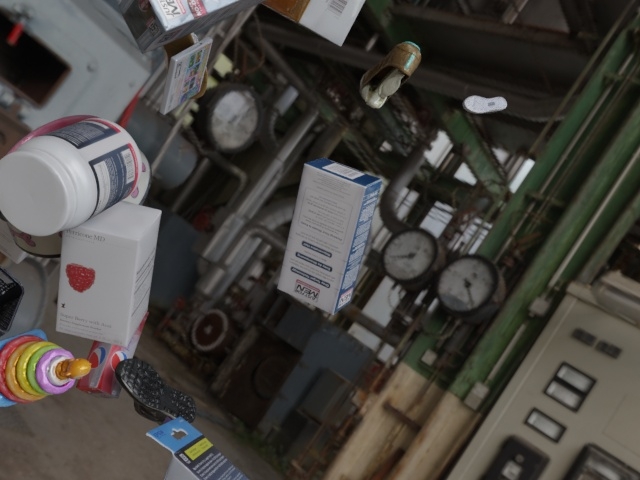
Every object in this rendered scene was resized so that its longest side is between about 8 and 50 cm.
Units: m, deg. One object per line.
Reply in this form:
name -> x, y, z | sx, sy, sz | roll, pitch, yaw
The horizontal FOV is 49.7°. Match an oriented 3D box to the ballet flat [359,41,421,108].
ballet flat -> 0.197, -0.481, 2.129 | 0.116, 0.124, 0.342 | 27, -22, -16

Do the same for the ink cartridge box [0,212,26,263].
ink cartridge box -> -0.910, -0.151, 2.259 | 0.166, 0.285, 0.395 | 40, -50, -8

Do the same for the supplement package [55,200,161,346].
supplement package -> -0.499, 0.069, 1.623 | 0.177, 0.293, 0.175 | 13, 25, -1

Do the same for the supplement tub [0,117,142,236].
supplement tub -> -0.508, -0.133, 1.412 | 0.191, 0.191, 0.272 | 35, 27, 1

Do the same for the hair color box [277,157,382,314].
hair color box -> 0.020, -0.012, 1.718 | 0.173, 0.348, 0.105 | 24, 25, 22

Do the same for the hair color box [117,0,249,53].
hair color box -> -0.210, -0.525, 1.423 | 0.185, 0.374, 0.114 | 0, -60, 62

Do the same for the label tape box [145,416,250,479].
label tape box -> -0.247, 0.555, 1.511 | 0.347, 0.115, 0.249 | 40, -3, 8

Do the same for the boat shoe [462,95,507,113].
boat shoe -> 0.439, -0.362, 1.866 | 0.142, 0.049, 0.040 | -6, -10, -25

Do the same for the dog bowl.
dog bowl -> -0.657, -0.160, 1.795 | 0.407, 0.408, 0.150 | 31, -24, 34

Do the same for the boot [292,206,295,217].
boot -> 0.000, 0.000, 2.100 | 0.165, 0.213, 0.077 | 5, -17, -44

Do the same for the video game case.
video game case -> -0.313, -0.383, 1.606 | 0.019, 0.143, 0.157 | 33, -46, 7

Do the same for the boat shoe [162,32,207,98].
boat shoe -> -0.335, -0.467, 1.674 | 0.277, 0.098, 0.096 | 86, -7, -54

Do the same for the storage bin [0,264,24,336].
storage bin -> -0.724, 0.133, 1.478 | 0.122, 0.084, 0.180 | 53, 11, -29

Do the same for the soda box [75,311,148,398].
soda box -> -0.574, 0.300, 1.914 | 0.092, 0.264, 0.083 | -8, -35, 33

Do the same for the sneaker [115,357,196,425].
sneaker -> -0.467, 0.424, 1.841 | 0.283, 0.124, 0.107 | 51, 30, -35

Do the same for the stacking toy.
stacking toy -> -0.637, 0.303, 1.625 | 0.301, 0.166, 0.175 | -7, 8, 36

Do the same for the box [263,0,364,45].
box -> -0.025, -0.772, 2.140 | 0.168, 0.215, 0.345 | 19, 17, -36
